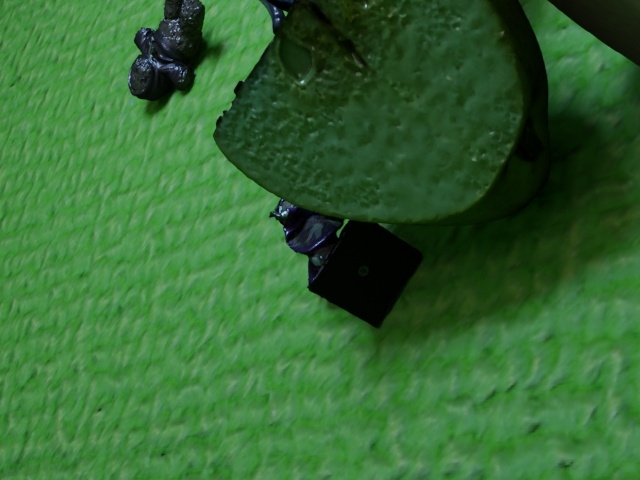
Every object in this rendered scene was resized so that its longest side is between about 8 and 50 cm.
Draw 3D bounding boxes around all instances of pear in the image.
[{"bbox_3d":[0.083,-0.132,1.003,0.292,0.292,0.159,-30,2,33],"label":"pear"}]

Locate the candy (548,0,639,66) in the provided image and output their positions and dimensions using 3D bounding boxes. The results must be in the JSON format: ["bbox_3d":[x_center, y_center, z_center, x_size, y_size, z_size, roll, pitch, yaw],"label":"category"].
[{"bbox_3d":[0.220,-0.204,0.871,0.094,0.255,0.255,-52,36,6],"label":"candy"}]

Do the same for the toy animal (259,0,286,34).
[{"bbox_3d":[-0.046,-0.290,1.265,0.090,0.255,0.170,-27,59,23],"label":"toy animal"}]

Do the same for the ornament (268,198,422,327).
[{"bbox_3d":[-0.005,-0.003,1.133,0.088,0.081,0.203,-55,35,2],"label":"ornament"}]

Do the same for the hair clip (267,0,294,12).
[{"bbox_3d":[0.069,-0.338,1.167,0.206,0.194,0.310,7,40,32],"label":"hair clip"}]

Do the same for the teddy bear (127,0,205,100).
[{"bbox_3d":[-0.186,-0.247,1.544,0.119,0.078,0.160,50,123,31],"label":"teddy bear"}]
